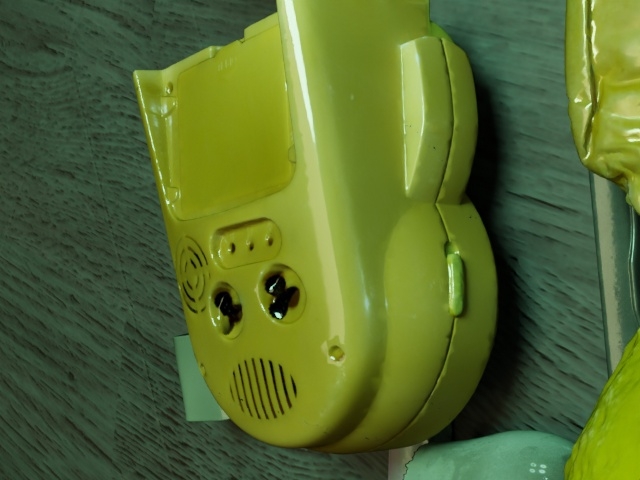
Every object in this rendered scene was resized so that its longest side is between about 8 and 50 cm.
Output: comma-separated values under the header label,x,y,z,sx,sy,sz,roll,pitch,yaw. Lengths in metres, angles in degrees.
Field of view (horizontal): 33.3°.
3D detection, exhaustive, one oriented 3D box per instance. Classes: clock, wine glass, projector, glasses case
label,x,y,z,sx,sy,sz,roll,pitch,yaw
clock,0.000,0.000,0.794,0.244,0.200,0.317,-13,80,51
wine glass,0.154,0.179,0.750,0.202,0.093,0.093,-12,87,45
projector,-0.083,0.121,1.003,0.083,0.083,0.082,-12,87,48
glasses case,0.201,0.026,0.690,0.042,0.072,0.191,-4,93,30

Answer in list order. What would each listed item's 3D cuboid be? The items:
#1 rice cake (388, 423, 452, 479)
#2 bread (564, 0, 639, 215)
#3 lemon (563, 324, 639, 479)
label,x,y,z,sx,sy,sz,roll,pitch,yaw
rice cake,0.077,0.201,0.868,0.055,0.049,0.270,10,102,41
bread,0.229,-0.131,0.588,0.179,0.133,0.250,-8,91,47
lemon,0.248,0.155,0.532,0.253,0.253,0.310,-51,60,39
